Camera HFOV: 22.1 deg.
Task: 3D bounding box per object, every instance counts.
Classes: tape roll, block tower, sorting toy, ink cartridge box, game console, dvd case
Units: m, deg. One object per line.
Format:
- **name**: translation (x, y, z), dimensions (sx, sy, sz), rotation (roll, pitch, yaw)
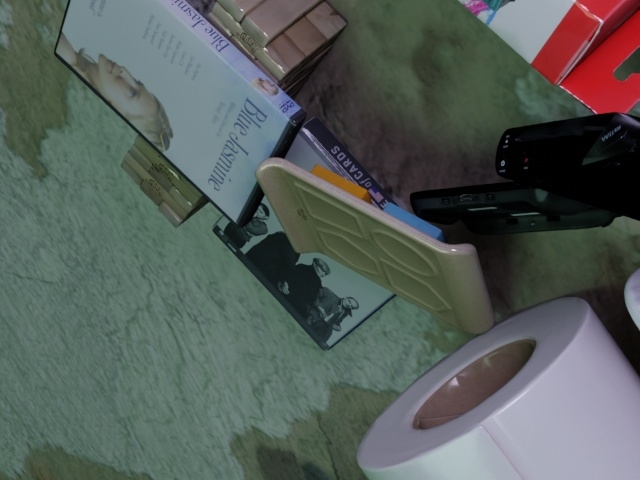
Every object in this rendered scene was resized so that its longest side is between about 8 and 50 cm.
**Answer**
- **tape roll**: translation (0.177, 0.187, 1.421), dimensions (0.169, 0.246, 0.246), rotation (54, 145, -9)
- **block tower**: translation (-0.089, -0.131, 1.534), dimensions (0.091, 0.097, 0.335), rotation (46, 147, 4)
- **sorting toy**: translation (0.055, 0.002, 1.459), dimensions (0.208, 0.038, 0.193), rotation (24, 163, 21)
- **ink cartridge box**: translation (0.164, -0.204, 1.150), dimensions (0.231, 0.134, 0.078), rotation (42, 144, 8)
- **game console**: translation (0.190, -0.039, 1.267), dimensions (0.213, 0.044, 0.361), rotation (16, 169, -30)
- **dvd case**: translation (0.000, 0.000, 1.621), dimensions (0.179, 0.029, 0.239), rotation (48, 145, 1)
- **dvd case**: translation (-0.133, -0.142, 1.473), dimensions (0.253, 0.022, 0.180), rotation (43, 144, 8)

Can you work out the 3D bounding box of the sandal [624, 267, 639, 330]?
- **sandal**: translation (0.338, 0.132, 1.331), dimensions (0.265, 0.102, 0.076), rotation (50, 148, 12)
